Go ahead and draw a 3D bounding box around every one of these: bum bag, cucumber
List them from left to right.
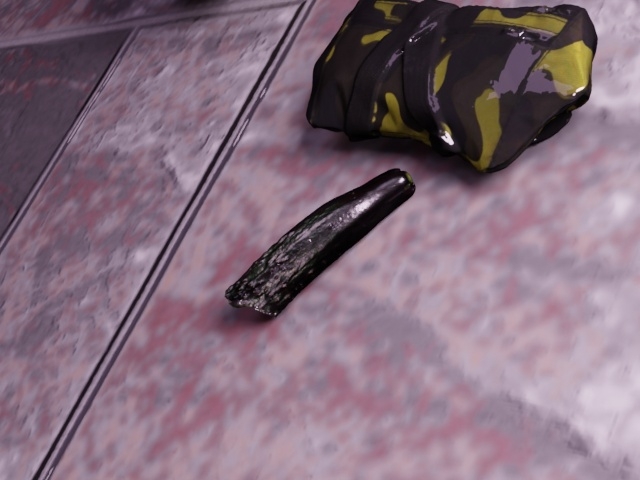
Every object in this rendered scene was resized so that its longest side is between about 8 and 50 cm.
[{"bbox_3d":[-0.001,-0.001,0.662,0.135,0.034,0.033,-44,32,5],"label":"cucumber"},{"bbox_3d":[0.071,-0.100,0.658,0.232,0.060,0.106,22,83,54],"label":"bum bag"}]
